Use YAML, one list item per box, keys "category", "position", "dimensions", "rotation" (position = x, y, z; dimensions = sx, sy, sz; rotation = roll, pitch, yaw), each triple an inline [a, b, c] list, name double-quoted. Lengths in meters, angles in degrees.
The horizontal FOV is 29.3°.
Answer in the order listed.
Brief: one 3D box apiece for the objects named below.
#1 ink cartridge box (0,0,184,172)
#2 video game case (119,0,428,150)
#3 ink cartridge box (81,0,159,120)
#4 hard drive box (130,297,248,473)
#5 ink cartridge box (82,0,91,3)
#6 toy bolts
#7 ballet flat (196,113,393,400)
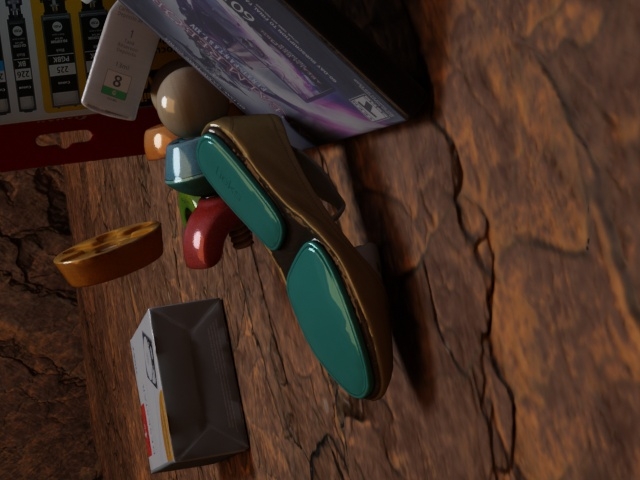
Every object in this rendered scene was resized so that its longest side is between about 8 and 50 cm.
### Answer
- category: "ink cartridge box"
  position: [-0.266, -0.198, 1.241]
  dimensions: [0.130, 0.309, 0.272]
  rotation: [-141, 44, -67]
- category: "video game case"
  position: [-0.050, -0.139, 0.820]
  dimensions: [0.196, 0.026, 0.274]
  rotation: [41, 168, -12]
- category: "ink cartridge box"
  position: [-0.148, -0.232, 1.070]
  dimensions: [0.181, 0.056, 0.225]
  rotation: [-105, 32, -71]
- category: "hard drive box"
  position: [-0.165, 0.183, 1.486]
  dimensions: [0.232, 0.089, 0.181]
  rotation: [133, 128, -70]
- category: "ink cartridge box"
  position: [-0.256, -0.377, 1.027]
  dimensions: [0.121, 0.289, 0.211]
  rotation: [-31, 34, 41]
- category: "toy bolts"
  position: [-0.137, -0.065, 1.062]
  dimensions: [0.228, 0.218, 0.159]
  rotation: [10, 121, 65]
- category: "ballet flat"
  position: [0.000, 0.000, 0.841]
  dimensions: [0.232, 0.073, 0.080]
  rotation: [57, 145, 18]
